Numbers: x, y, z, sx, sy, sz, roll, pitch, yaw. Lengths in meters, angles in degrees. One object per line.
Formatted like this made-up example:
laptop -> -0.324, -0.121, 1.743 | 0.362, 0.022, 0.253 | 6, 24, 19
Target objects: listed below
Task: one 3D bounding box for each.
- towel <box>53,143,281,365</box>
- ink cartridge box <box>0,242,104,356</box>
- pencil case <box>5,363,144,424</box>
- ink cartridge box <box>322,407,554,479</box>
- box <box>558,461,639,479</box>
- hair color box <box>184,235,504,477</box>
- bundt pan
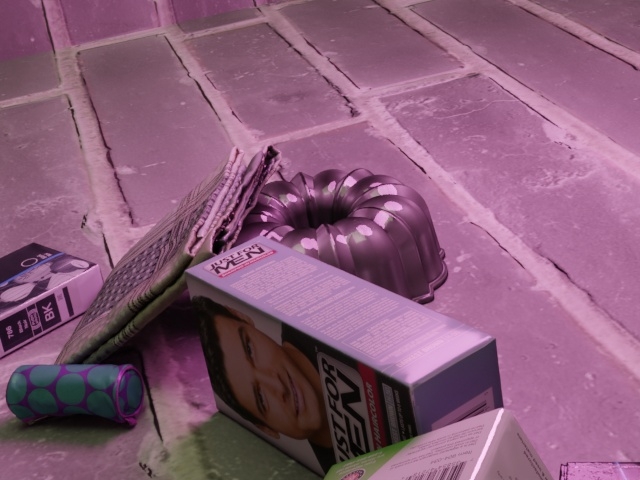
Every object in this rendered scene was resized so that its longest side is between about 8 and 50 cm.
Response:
towel -> -0.198, 0.020, 1.580 | 0.324, 0.056, 0.312 | -38, 14, 27
ink cartridge box -> -0.466, 0.107, 1.675 | 0.165, 0.065, 0.332 | 15, 35, 41
pencil case -> -0.283, 0.178, 1.453 | 0.151, 0.070, 0.064 | -3, -10, 19
ink cartridge box -> 0.060, 0.275, 0.990 | 0.198, 0.115, 0.273 | -25, 15, 33
box -> 0.291, 0.260, 1.058 | 0.180, 0.078, 0.147 | -2, 26, 15
hair color box -> 0.020, 0.140, 1.283 | 0.113, 0.185, 0.374 | -26, 29, -30
bundt pan -> 0.000, 0.000, 1.664 | 0.330, 0.124, 0.331 | -8, 24, 4
